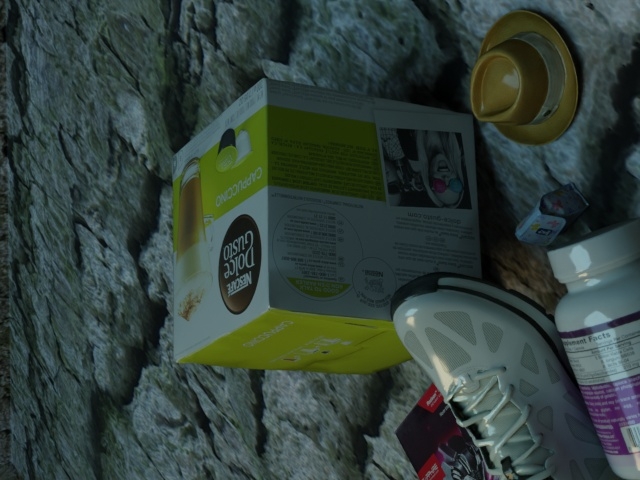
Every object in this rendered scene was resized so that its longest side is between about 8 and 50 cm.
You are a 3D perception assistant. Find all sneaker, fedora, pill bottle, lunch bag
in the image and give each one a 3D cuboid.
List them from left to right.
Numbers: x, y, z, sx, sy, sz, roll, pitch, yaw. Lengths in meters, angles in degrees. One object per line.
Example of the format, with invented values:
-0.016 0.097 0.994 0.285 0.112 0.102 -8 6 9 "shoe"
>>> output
0.255 -0.209 1.696 0.194 0.079 0.194 32 132 44 "fedora"
0.255 0.244 1.606 0.447 0.257 0.169 40 127 -21 "sneaker"
0.308 -0.030 1.709 0.053 0.083 0.071 57 144 19 "lunch bag"
0.395 0.132 1.592 0.169 0.169 0.301 -22 88 57 "pill bottle"

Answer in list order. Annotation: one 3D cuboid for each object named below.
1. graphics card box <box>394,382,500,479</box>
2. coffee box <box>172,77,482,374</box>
0.267 0.383 1.942 0.371 0.094 0.232 61 146 24 "graphics card box"
0.000 0.000 1.846 0.338 0.338 0.334 -31 57 58 "coffee box"
